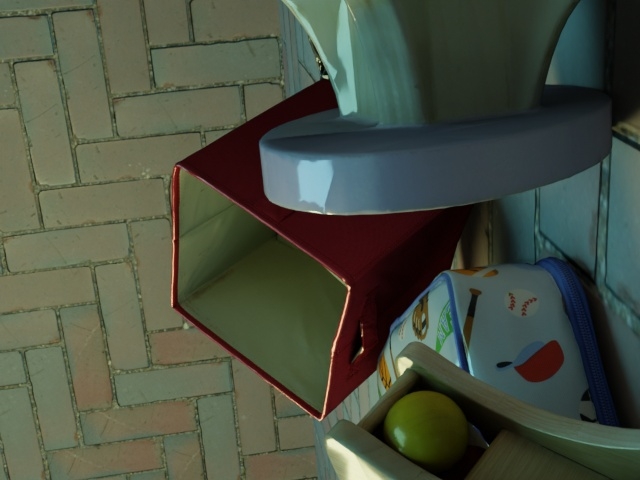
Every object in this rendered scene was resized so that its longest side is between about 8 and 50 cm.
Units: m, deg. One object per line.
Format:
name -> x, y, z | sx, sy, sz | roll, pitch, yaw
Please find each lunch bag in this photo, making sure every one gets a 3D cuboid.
lunch bag -> 0.127, 0.163, 0.700 | 0.303, 0.115, 0.243 | 100, 159, -66

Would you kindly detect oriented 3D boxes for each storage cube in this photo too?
storage cube -> 0.000, 0.000, 0.841 | 0.215, 0.193, 0.184 | 34, 139, 24

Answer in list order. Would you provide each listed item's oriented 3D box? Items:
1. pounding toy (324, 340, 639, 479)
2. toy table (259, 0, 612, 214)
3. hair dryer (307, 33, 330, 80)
pounding toy -> 0.109, 0.160, 0.420 | 0.269, 0.155, 0.154 | 27, 141, 29
toy table -> 0.060, -0.120, 0.506 | 0.274, 0.252, 0.161 | -47, -47, -69
hair dryer -> 0.067, -0.090, 1.002 | 0.223, 0.080, 0.293 | -105, -2, -71
